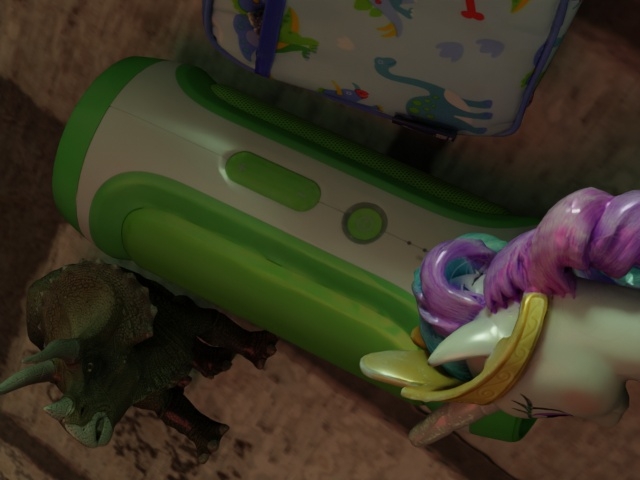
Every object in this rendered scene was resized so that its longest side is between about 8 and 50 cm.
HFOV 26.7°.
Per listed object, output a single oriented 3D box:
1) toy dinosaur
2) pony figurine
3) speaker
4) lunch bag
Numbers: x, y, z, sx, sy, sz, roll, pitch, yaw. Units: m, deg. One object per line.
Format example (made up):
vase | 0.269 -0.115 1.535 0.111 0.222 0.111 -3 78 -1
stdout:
toy dinosaur | -0.133 0.060 0.890 0.160 0.121 0.313 36 175 -20
pony figurine | 0.221 0.015 0.537 0.363 0.303 0.351 17 132 1
speaker | 0.000 0.000 0.759 0.296 0.131 0.131 25 133 17
lunch bag | 0.035 -0.144 0.599 0.176 0.090 0.219 19 150 -1
